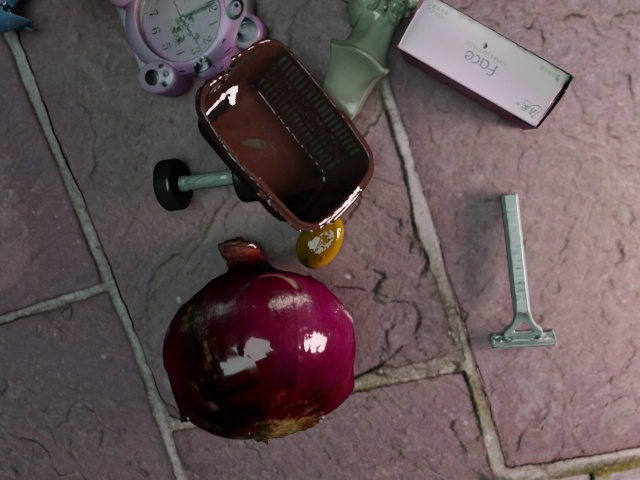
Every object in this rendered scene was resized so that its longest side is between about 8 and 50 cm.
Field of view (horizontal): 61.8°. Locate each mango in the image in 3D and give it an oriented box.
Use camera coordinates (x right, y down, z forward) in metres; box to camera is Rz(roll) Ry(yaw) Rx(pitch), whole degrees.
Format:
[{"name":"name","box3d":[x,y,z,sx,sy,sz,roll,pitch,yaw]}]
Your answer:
[{"name":"mango","box3d":[0.000,0.000,0.998,0.078,0.057,0.114,31,97,9]}]

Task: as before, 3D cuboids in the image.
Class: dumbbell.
[{"name":"dumbbell","box3d":[-0.204,-0.112,0.993,0.191,0.100,0.100,-5,99,13]}]

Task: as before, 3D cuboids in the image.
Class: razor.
[{"name":"razor","box3d":[0.344,0.056,0.936,0.111,0.056,0.278,-7,99,14]}]

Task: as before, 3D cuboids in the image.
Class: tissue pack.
[{"name":"tissue pack","box3d":[0.254,-0.273,0.848,0.246,0.148,0.093,32,106,6]}]

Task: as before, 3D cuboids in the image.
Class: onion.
[{"name":"onion","box3d":[-0.116,0.148,0.945,0.347,0.348,0.385,-26,60,15]}]

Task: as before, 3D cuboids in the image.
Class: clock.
[{"name":"clock","box3d":[-0.233,-0.396,0.952,0.247,0.090,0.228,-19,97,13]}]

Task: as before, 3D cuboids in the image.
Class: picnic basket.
[{"name":"picnic basket","box3d":[-0.070,-0.156,0.889,0.297,0.129,0.222,49,64,-13]}]

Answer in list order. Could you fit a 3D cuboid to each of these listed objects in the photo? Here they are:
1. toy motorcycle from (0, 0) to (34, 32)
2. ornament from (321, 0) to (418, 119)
[{"name":"toy motorcycle","box3d":[-0.592,-0.501,0.989,0.182,0.123,0.272,37,106,13]},{"name":"ornament","box3d":[0.082,-0.342,0.882,0.130,0.120,0.285,16,105,6]}]
